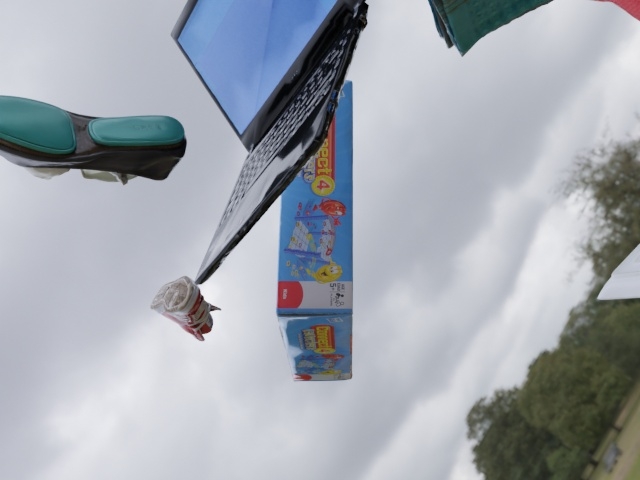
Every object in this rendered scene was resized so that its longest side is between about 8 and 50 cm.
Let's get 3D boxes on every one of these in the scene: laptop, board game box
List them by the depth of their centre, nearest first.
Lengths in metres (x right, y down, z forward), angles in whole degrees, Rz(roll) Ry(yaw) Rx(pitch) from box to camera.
[{"bbox_3d":[-0.076,-0.139,0.724,0.234,0.137,0.264,-45,21,49],"label":"laptop"},{"bbox_3d":[0.000,0.000,1.102,0.302,0.086,0.308,86,-175,-68],"label":"board game box"}]

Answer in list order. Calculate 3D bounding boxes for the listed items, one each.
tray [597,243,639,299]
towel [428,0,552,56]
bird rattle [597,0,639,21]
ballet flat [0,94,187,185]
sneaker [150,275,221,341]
[{"bbox_3d":[0.542,-0.003,1.277,0.270,0.030,0.145,-39,10,-25],"label":"tray"},{"bbox_3d":[0.255,-0.332,0.773,0.370,0.040,0.271,-27,-27,11],"label":"towel"},{"bbox_3d":[0.196,-0.246,0.425,0.206,0.143,0.253,-98,23,-47],"label":"bird rattle"},{"bbox_3d":[-0.222,-0.082,0.760,0.203,0.074,0.074,2,-58,-29],"label":"ballet flat"},{"bbox_3d":[-0.126,0.071,0.851,0.042,0.067,0.118,-61,19,-16],"label":"sneaker"}]
